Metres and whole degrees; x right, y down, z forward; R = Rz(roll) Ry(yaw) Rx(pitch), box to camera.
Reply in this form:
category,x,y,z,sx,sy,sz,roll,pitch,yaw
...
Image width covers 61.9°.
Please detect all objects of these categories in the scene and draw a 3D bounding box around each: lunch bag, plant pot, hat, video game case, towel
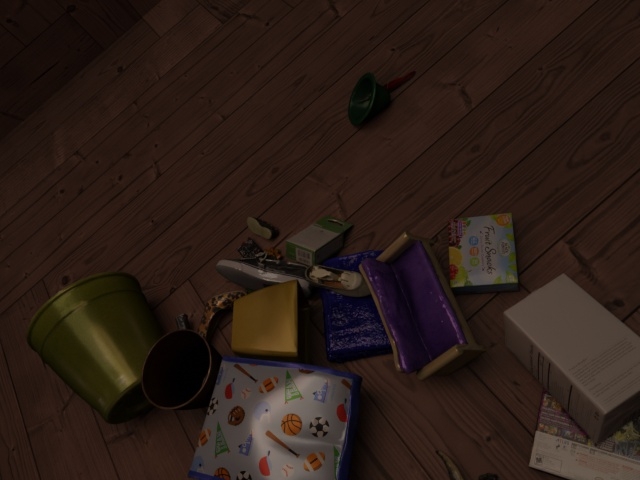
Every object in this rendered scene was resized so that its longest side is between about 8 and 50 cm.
category,x,y,z,sx,sy,sz,roll,pitch,yaw
lunch bag,-0.088,0.485,1.357,0.386,0.239,0.327,-5,61,30
plant pot,-0.137,0.248,1.485,0.187,0.212,0.212,-5,63,6
plant pot,-0.349,0.389,1.520,0.215,0.230,0.215,-9,61,17
hat,0.222,-0.477,1.844,0.208,0.184,0.173,-56,35,41
plant pot,-0.629,0.348,1.625,0.366,0.366,0.353,-43,67,-2
video game case,0.603,0.437,1.186,0.232,0.042,0.210,9,68,27
towel,0.104,0.179,1.523,0.228,0.076,0.308,-16,59,17

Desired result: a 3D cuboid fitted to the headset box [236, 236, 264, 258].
category,x,y,z,sx,sy,sz,roll,pitch,yaw
headset box,-0.236,0.032,1.776,0.062,0.032,0.083,-44,55,-3

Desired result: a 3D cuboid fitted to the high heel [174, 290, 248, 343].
category,x,y,z,sx,sy,sz,roll,pitch,yaw
high heel,-0.318,0.276,1.665,0.261,0.093,0.186,-26,67,8

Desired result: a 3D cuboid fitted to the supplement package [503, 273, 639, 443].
category,x,y,z,sx,sy,sz,roll,pitch,yaw
supplement package,0.573,0.253,1.180,0.178,0.175,0.293,-31,47,-5

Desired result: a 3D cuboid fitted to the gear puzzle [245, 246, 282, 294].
category,x,y,z,sx,sy,sz,roll,pitch,yaw
gear puzzle,-0.165,0.170,1.666,0.176,0.044,0.338,-6,62,21

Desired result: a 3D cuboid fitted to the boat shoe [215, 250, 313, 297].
category,x,y,z,sx,sy,sz,roll,pitch,yaw
boat shoe,-0.163,0.088,1.626,0.306,0.113,0.105,9,56,15

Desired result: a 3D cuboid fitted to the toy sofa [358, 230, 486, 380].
category,x,y,z,sx,sy,sz,roll,pitch,yaw
toy sofa,0.253,0.162,1.377,0.150,0.177,0.362,-47,47,37

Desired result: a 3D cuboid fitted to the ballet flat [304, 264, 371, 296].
category,x,y,z,sx,sy,sz,roll,pitch,yaw
ballet flat,0.052,0.111,1.500,0.213,0.068,0.072,7,65,25

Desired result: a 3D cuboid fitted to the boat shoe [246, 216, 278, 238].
category,x,y,z,sx,sy,sz,roll,pitch,yaw
boat shoe,-0.197,-0.043,1.794,0.133,0.042,0.048,29,121,35

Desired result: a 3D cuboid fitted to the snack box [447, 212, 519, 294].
category,x,y,z,sx,sy,sz,roll,pitch,yaw
snack box,0.441,0.037,1.450,0.175,0.070,0.207,-6,63,22

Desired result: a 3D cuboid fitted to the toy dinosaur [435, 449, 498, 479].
category,x,y,z,sx,sy,sz,roll,pitch,yaw
toy dinosaur,0.357,0.591,1.209,0.118,0.064,0.268,-28,53,16

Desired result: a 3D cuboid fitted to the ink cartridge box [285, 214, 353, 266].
category,x,y,z,sx,sy,sz,roll,pitch,yaw
ink cartridge box,0.000,0.000,1.644,0.109,0.062,0.209,19,35,31
